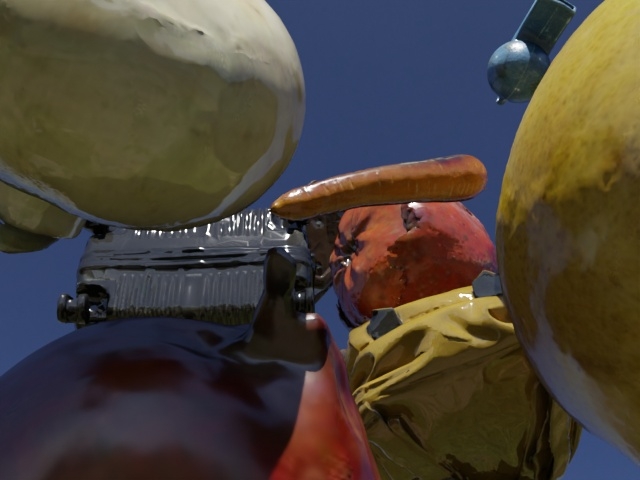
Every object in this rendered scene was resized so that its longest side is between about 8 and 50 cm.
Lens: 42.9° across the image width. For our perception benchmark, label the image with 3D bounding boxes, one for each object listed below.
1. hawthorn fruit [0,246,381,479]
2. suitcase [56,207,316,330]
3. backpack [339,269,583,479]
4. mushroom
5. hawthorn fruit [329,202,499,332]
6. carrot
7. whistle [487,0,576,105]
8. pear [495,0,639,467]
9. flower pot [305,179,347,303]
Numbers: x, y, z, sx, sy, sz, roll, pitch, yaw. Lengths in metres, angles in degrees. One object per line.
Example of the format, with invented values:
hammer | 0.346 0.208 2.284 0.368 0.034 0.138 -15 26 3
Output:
hawthorn fruit | -0.109 0.193 0.482 0.308 0.324 0.308 25 -31 16
suitcase | -0.116 0.121 0.851 0.230 0.152 0.335 -1 -45 -1
backpack | 0.193 0.230 1.132 0.354 0.201 0.378 -13 -56 3
mushroom | -0.136 -0.089 0.476 0.246 0.246 0.202 28 -72 -26
hawthorn fruit | 0.167 0.058 1.263 0.308 0.276 0.276 27 -53 -14
carrot | 0.045 -0.040 0.609 0.190 0.037 0.037 -8 -42 -27
whistle | 0.267 -0.233 1.057 0.090 0.090 0.158 10 -37 -12
pear | 0.254 -0.004 0.468 0.315 0.314 0.314 -1 -46 -1
flower pot | 0.000 0.000 1.506 0.178 0.251 0.084 52 -30 -10
